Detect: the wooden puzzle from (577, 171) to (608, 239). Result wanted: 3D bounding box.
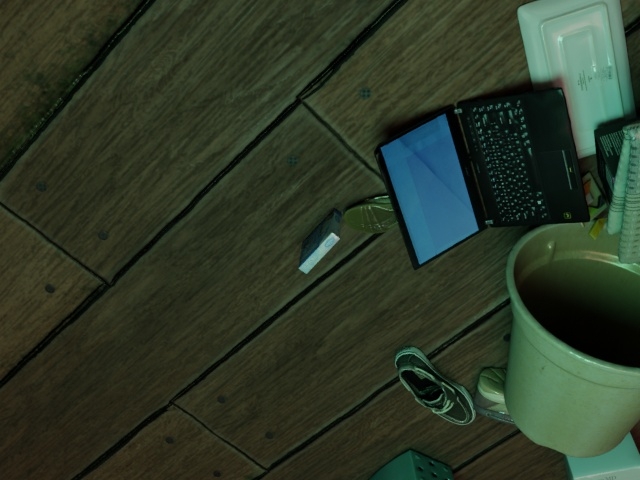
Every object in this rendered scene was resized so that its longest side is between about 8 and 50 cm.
[{"bbox_3d":[0.435,-0.066,1.233,0.078,0.014,0.116,-45,104,-22],"label":"wooden puzzle"}]

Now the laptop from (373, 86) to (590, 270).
[{"bbox_3d":[0.255,-0.088,1.182,0.264,0.136,0.234,-3,122,33],"label":"laptop"}]

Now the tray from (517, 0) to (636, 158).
[{"bbox_3d":[0.400,-0.245,1.154,0.145,0.030,0.270,-16,118,11],"label":"tray"}]

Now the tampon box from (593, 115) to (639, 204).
[{"bbox_3d":[0.513,-0.120,1.152,0.161,0.101,0.120,-16,143,14],"label":"tampon box"}]

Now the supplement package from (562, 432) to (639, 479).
[{"bbox_3d":[0.572,0.497,1.516,0.139,0.134,0.244,-15,118,11],"label":"supplement package"}]

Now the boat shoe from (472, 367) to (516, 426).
[{"bbox_3d":[0.430,0.324,1.448,0.285,0.103,0.092,15,125,-1],"label":"boat shoe"}]

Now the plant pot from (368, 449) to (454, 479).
[{"bbox_3d":[0.176,0.567,1.567,0.165,0.165,0.234,27,110,-12],"label":"plant pot"}]

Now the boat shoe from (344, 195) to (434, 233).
[{"bbox_3d":[0.116,-0.052,1.278,0.153,0.048,0.056,-13,116,16],"label":"boat shoe"}]

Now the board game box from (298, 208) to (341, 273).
[{"bbox_3d":[0.000,0.000,1.283,0.020,0.090,0.090,36,115,-16],"label":"board game box"}]

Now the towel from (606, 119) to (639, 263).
[{"bbox_3d":[0.572,-0.095,1.071,0.312,0.056,0.324,-14,143,8],"label":"towel"}]

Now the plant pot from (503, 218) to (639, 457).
[{"bbox_3d":[0.443,0.184,1.262,0.334,0.334,0.305,5,132,0],"label":"plant pot"}]

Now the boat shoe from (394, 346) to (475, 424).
[{"bbox_3d":[0.219,0.296,1.455,0.078,0.070,0.219,-39,111,22],"label":"boat shoe"}]
